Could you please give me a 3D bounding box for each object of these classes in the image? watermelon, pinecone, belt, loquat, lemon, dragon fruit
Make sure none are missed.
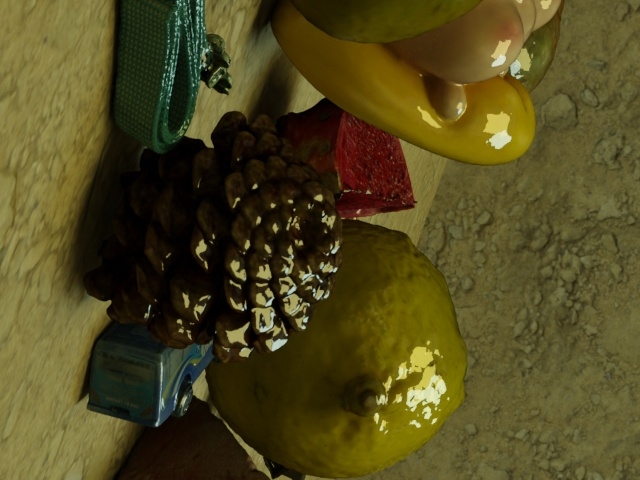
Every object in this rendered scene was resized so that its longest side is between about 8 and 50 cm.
[{"bbox_3d":[-0.151,0.325,1.917,0.222,0.319,0.292,-26,139,-19],"label":"watermelon"},{"bbox_3d":[-0.083,-0.001,1.446,0.179,0.205,0.184,39,69,-36],"label":"pinecone"},{"bbox_3d":[-0.105,-0.147,1.329,0.100,0.065,0.179,-51,163,-34],"label":"belt"},{"bbox_3d":[0.044,-0.256,1.531,0.246,0.213,0.213,-24,-141,62],"label":"loquat"},{"bbox_3d":[0.016,0.108,1.868,0.268,0.268,0.322,-68,-162,-6],"label":"lemon"},{"bbox_3d":[-0.016,-0.082,1.922,0.274,0.161,0.126,4,73,-70],"label":"dragon fruit"}]

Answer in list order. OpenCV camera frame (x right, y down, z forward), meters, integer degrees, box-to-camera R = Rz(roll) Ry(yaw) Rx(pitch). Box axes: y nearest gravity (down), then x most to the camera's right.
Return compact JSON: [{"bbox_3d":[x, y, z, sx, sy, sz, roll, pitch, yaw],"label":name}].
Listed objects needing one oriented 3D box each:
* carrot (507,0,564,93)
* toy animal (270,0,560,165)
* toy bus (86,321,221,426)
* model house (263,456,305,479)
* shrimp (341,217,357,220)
[{"bbox_3d":[0.213,-0.309,2.438,0.340,0.224,0.224,-65,172,-46],"label":"carrot"},{"bbox_3d":[0.135,-0.230,1.795,0.247,0.277,0.345,-53,180,22],"label":"toy animal"},{"bbox_3d":[-0.130,0.083,1.665,0.236,0.079,0.094,-54,161,-61],"label":"toy bus"},{"bbox_3d":[-0.019,0.209,2.250,0.204,0.211,0.243,-56,164,-53],"label":"model house"},{"bbox_3d":[0.000,0.000,2.362,0.152,0.063,0.287,-32,139,-73],"label":"shrimp"}]
